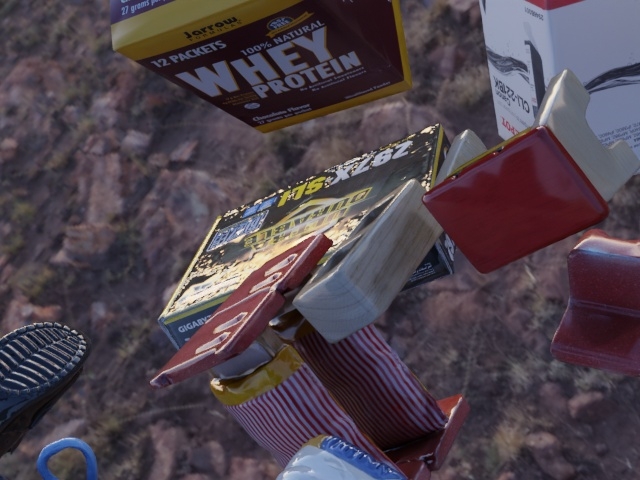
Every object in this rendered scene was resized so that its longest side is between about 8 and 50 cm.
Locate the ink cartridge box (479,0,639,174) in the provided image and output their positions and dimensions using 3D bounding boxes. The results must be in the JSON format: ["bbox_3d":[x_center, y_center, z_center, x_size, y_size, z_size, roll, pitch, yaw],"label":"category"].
[{"bbox_3d":[0.263,-0.216,1.022,0.114,0.273,0.197,-18,29,-5],"label":"ink cartridge box"}]

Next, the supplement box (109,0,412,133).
[{"bbox_3d":[-0.041,-0.202,0.649,0.129,0.194,0.191,-13,75,23],"label":"supplement box"}]

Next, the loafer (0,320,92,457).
[{"bbox_3d":[-0.313,0.163,0.915,0.080,0.078,0.220,34,48,14],"label":"loafer"}]

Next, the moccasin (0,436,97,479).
[{"bbox_3d":[-0.112,0.202,0.526,0.342,0.138,0.117,31,77,28],"label":"moccasin"}]

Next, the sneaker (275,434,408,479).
[{"bbox_3d":[0.069,0.234,0.561,0.296,0.112,0.131,17,56,43],"label":"sneaker"}]

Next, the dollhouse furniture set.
[{"bbox_3d":[0.069,0.078,0.653,0.374,0.201,0.152,-31,14,48],"label":"dollhouse furniture set"}]

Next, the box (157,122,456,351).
[{"bbox_3d":[0.000,0.000,1.073,0.322,0.079,0.257,-21,20,21],"label":"box"}]
